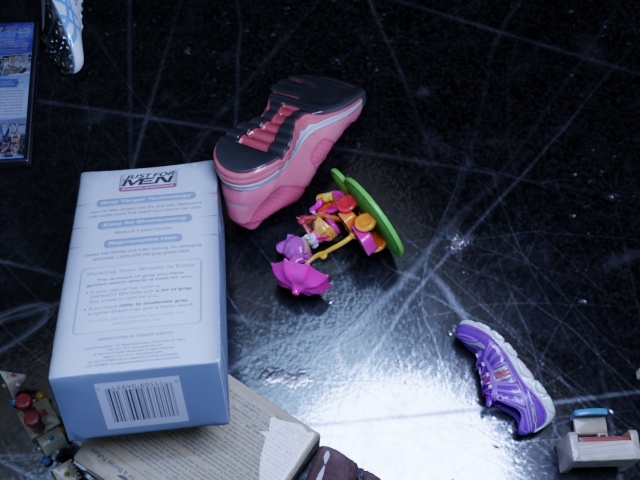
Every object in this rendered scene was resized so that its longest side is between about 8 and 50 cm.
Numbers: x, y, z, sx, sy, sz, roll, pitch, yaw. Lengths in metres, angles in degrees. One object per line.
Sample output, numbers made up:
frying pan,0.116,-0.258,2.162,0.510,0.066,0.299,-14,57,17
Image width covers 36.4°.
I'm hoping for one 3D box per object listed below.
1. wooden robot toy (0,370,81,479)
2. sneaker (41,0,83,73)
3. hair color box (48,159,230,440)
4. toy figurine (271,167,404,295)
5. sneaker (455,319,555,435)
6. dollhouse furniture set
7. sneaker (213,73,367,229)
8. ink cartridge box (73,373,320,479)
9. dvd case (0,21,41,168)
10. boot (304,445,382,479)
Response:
wooden robot toy,-0.334,0.221,1.227,0.079,0.076,0.173,-27,68,-24
sneaker,-0.391,-0.364,1.495,0.086,0.085,0.237,-6,69,-31
hair color box,-0.211,0.058,1.198,0.185,0.113,0.374,-5,40,-2
toy figurine,0.000,0.000,1.316,0.159,0.130,0.173,-36,48,-5
sneaker,0.227,0.174,1.250,0.071,0.068,0.170,-35,70,-9
dollhouse furniture set,0.390,0.205,1.198,0.184,0.129,0.129,-2,65,-1
sneaker,-0.044,-0.129,1.373,0.116,0.136,0.314,23,43,24
ink cartridge box,-0.147,0.261,1.194,0.235,0.088,0.193,32,70,12
dvd case,-0.515,-0.217,1.455,0.180,0.022,0.253,-3,65,-2
boot,-0.035,0.330,1.115,0.248,0.090,0.207,37,58,-30
